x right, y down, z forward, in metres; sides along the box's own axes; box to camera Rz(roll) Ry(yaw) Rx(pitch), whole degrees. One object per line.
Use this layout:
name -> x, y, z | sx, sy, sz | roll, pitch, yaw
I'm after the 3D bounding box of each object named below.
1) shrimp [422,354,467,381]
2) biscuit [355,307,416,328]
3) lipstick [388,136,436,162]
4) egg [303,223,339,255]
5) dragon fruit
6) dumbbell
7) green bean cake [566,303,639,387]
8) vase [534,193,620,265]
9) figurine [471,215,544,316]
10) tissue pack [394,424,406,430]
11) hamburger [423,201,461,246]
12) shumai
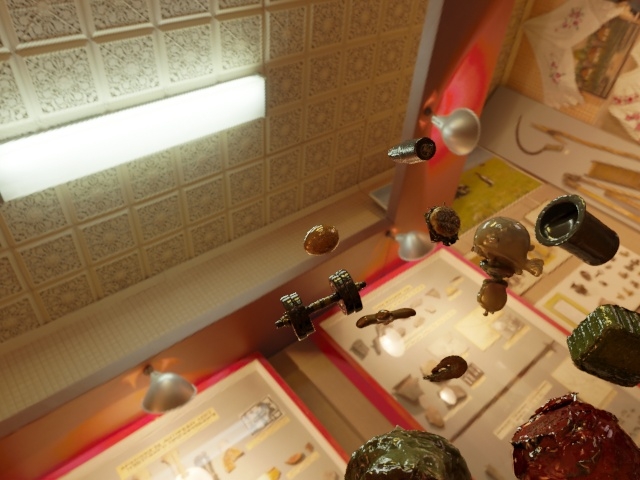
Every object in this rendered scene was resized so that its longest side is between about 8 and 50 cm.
shrimp -> 0.492, 0.515, 1.938 | 0.190, 0.101, 0.042 | -29, 6, 20
biscuit -> 0.252, 0.295, 1.877 | 0.164, 0.047, 0.208 | -25, -19, 37
lipstick -> 0.296, -0.296, 1.628 | 0.081, 0.081, 0.299 | -48, 11, -2
egg -> 0.000, 0.000, 1.279 | 0.096, 0.080, 0.080 | -23, -41, -29
dragon fruit -> 0.637, 0.549, 1.206 | 0.295, 0.301, 0.296 | -32, -34, -25
dumbbell -> 0.005, 0.249, 1.903 | 0.388, 0.185, 0.185 | -24, -38, -8
green bean cake -> 0.809, 0.289, 1.325 | 0.113, 0.214, 0.200 | -72, 1, -52
vase -> 1.096, -0.020, 2.060 | 0.291, 0.245, 0.245 | 29, -78, -20
figurine -> 0.699, 0.114, 1.864 | 0.226, 0.274, 0.394 | -9, -67, -48
tissue pack -> 0.264, 0.706, 1.705 | 0.108, 0.056, 0.023 | -54, -36, -17
hamburger -> 0.529, -0.069, 2.076 | 0.164, 0.190, 0.093 | -17, -11, -20
shumai -> 0.251, 0.731, 1.413 | 0.323, 0.397, 0.324 | 58, -148, -71
